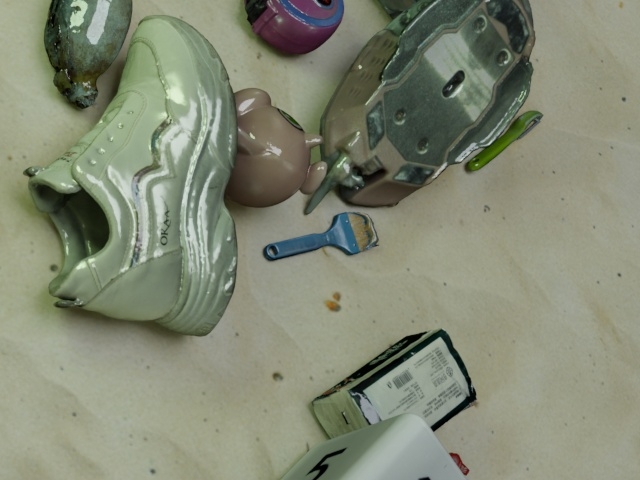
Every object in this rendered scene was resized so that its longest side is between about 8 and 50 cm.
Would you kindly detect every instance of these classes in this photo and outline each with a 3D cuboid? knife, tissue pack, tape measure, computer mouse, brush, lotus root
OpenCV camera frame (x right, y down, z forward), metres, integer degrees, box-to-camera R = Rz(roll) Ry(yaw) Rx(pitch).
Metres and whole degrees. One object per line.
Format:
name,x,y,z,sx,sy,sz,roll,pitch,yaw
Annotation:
knife,0.244,-0.135,1.998,0.184,0.022,0.026,-38,122,-42
tissue pack,0.086,0.177,1.704,0.170,0.090,0.103,-29,90,-39
tape measure,-0.032,-0.285,1.815,0.118,0.074,0.125,27,52,-19
computer mouse,0.108,-0.168,1.830,0.389,0.115,0.199,-46,120,-10
brush,0.000,0.000,1.761,0.164,0.014,0.051,-14,80,-39
lotus root,-0.249,-0.223,1.622,0.088,0.088,0.165,21,70,-30

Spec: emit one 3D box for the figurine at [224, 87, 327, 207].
figurine,-0.069,-0.098,1.675,0.138,0.125,0.125,29,56,-30

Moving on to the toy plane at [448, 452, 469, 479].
toy plane,0.130,0.298,1.722,0.060,0.037,0.145,43,53,-21

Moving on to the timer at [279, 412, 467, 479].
timer,0.043,0.317,1.543,0.195,0.194,0.192,-41,98,-39

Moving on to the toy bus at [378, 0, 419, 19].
toy bus,0.188,-0.400,1.993,0.112,0.138,0.317,56,48,-12

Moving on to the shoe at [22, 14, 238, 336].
shoe,-0.199,-0.075,1.557,0.210,0.132,0.342,5,75,-36
